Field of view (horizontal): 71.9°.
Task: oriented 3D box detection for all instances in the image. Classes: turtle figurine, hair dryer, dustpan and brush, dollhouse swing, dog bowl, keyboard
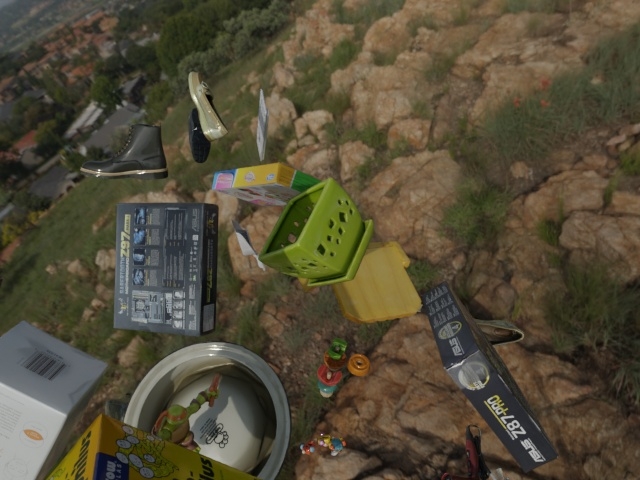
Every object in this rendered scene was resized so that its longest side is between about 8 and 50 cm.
[{"bbox_3d":[-0.307,0.408,0.909,0.087,0.217,0.269,23,36,11],"label":"turtle figurine"},{"bbox_3d":[0.439,0.682,1.290,0.080,0.294,0.223,-47,57,27],"label":"hair dryer"},{"bbox_3d":[-0.252,0.027,1.580,0.060,0.211,0.147,-19,25,-9],"label":"dustpan and brush"},{"bbox_3d":[0.140,0.180,1.614,0.347,0.315,0.304,-5,67,-25],"label":"dollhouse swing"},{"bbox_3d":[-0.269,0.468,1.109,0.408,0.150,0.407,-1,67,2],"label":"dog bowl"},{"bbox_3d":[-0.161,-0.305,1.200,0.014,0.256,0.072,-14,76,-15],"label":"keyboard"}]

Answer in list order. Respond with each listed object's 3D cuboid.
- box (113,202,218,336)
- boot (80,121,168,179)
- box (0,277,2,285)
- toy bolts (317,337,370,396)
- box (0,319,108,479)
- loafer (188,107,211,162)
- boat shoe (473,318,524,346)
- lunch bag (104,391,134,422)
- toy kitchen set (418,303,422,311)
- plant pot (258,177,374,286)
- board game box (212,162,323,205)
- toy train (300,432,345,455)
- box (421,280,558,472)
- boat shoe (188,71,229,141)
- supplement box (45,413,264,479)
[{"bbox_3d":[-0.278,0.048,0.795,0.184,0.059,0.232,1,89,17],"label":"box"},{"bbox_3d":[-0.478,-0.222,1.074,0.198,0.137,0.077,-3,20,-16],"label":"boot"},{"bbox_3d":[-0.833,0.212,0.863,0.294,0.183,0.296,-131,60,-82],"label":"box"},{"bbox_3d":[0.085,0.582,1.919,0.218,0.158,0.228,24,43,19],"label":"toy bolts"},{"bbox_3d":[-0.660,0.388,0.967,0.345,0.215,0.168,-56,9,19],"label":"box"},{"bbox_3d":[-0.378,-0.319,1.365,0.061,0.062,0.170,-10,80,56],"label":"loafer"},{"bbox_3d":[0.549,0.320,1.526,0.285,0.104,0.089,-5,-1,-3],"label":"boat shoe"},{"bbox_3d":[-0.483,0.550,1.323,0.305,0.256,0.212,-26,71,52],"label":"lunch bag"},{"bbox_3d":[0.384,0.297,1.818,0.075,0.083,0.068,-129,54,-64],"label":"toy kitchen set"},{"bbox_3d":[0.000,0.000,1.207,0.228,0.207,0.227,-18,41,54],"label":"plant pot"},{"bbox_3d":[-0.166,-0.177,1.468,0.317,0.242,0.064,1,80,41],"label":"board game box"},{"bbox_3d":[0.015,0.786,1.668,0.166,0.046,0.125,-7,10,33],"label":"toy train"},{"bbox_3d":[0.399,0.308,1.102,0.097,0.318,0.395,-34,11,13],"label":"box"},{"bbox_3d":[-0.232,-0.282,0.917,0.048,0.056,0.153,-19,79,9],"label":"boat shoe"},{"bbox_3d":[-0.229,0.451,0.652,0.195,0.356,0.194,-51,27,0],"label":"supplement box"}]
